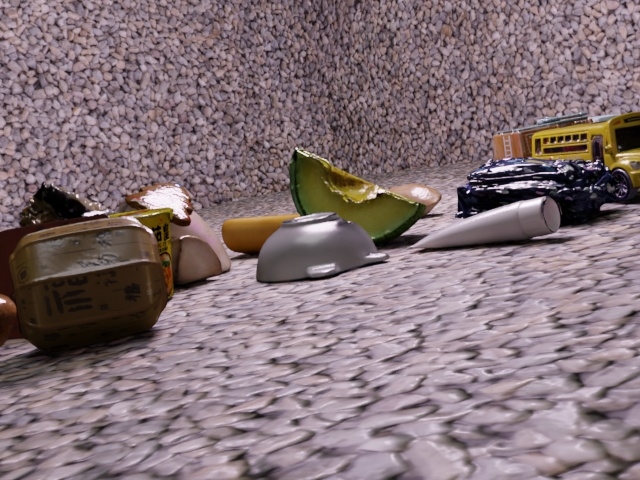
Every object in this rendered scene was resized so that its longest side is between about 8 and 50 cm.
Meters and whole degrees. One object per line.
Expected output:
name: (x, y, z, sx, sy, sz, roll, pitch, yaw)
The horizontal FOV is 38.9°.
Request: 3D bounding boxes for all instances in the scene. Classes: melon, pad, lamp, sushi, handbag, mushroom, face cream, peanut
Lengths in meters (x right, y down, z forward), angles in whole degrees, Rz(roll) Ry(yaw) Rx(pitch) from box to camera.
melon: (0.067, -0.054, 1.645, 0.265, 0.129, 0.169, 25, 5, 25)
pad: (-0.410, 0.055, 1.318, 0.267, 0.181, 0.004, -7, -24, 31)
lamp: (-0.297, 0.054, 1.156, 0.185, 0.161, 0.161, -12, 7, -20)
sushi: (-0.556, 0.001, 1.958, 0.225, 0.219, 0.238, 25, -18, 8)
handbag: (0.358, -0.083, 1.518, 0.260, 0.113, 0.162, 3, 19, 34)
mushroom: (-0.252, -0.011, 1.616, 0.173, 0.162, 0.236, -17, 11, -39)
face cream: (0.252, -0.019, 1.395, 0.243, 0.058, 0.092, -13, 8, 42)
peanut: (0.200, -0.085, 1.958, 0.076, 0.076, 0.152, -15, 13, -38)

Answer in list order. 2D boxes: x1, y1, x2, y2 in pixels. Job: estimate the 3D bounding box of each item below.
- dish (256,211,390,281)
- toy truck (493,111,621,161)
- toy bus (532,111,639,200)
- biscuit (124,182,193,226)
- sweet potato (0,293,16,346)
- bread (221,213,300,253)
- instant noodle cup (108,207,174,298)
dish: (0.000, 0.000, 1.460, 0.227, 0.086, 0.236, -14, 8, -27)
toy truck: (0.524, -0.188, 1.936, 0.305, 0.162, 0.136, -12, 6, -19)
toy bus: (0.530, -0.153, 1.679, 0.145, 0.151, 0.331, -10, 5, -20)
biscuit: (-0.265, -0.068, 1.544, 0.119, 0.019, 0.130, 21, 30, 1)
sweet potato: (-0.502, 0.131, 1.148, 0.097, 0.097, 0.251, -5, 13, 38)
bread: (-0.083, -0.013, 1.762, 0.239, 0.074, 0.092, -4, -7, 36)
instant noodle cup: (-0.307, 0.033, 1.408, 0.182, 0.144, 0.182, -9, 6, 1)
